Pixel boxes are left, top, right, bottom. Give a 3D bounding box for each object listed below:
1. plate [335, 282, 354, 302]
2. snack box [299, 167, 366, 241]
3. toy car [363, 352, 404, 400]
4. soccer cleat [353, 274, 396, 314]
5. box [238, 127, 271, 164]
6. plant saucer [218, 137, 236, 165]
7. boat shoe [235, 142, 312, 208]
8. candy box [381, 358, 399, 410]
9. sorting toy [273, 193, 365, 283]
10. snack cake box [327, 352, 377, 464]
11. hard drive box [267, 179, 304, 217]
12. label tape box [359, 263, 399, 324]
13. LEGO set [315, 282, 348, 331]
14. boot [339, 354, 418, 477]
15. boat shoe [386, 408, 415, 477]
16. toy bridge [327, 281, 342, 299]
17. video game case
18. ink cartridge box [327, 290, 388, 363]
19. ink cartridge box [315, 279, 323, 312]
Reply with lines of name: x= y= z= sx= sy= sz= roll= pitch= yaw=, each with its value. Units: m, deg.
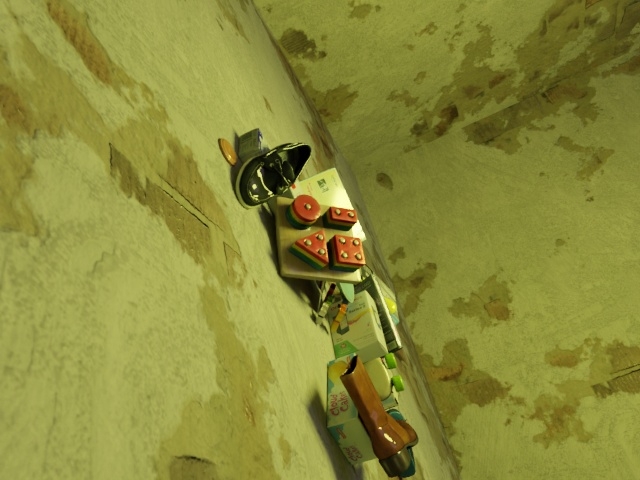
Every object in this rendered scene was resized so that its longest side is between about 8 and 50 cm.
plate: x=0.068 y=0.114 z=1.702 sx=0.188 sy=0.024 sz=0.188 roll=-17 pitch=90 yaw=-75
snack box: x=0.036 y=-0.110 z=2.079 sx=0.060 sy=0.187 sz=0.321 roll=-17 pitch=-83 yaw=63
toy car: x=0.191 y=0.478 z=1.755 sx=0.188 sy=0.155 sz=0.149 roll=71 pitch=2 yaw=-61
soccer cleat: x=0.166 y=0.196 z=1.929 sx=0.289 sy=0.093 sz=0.121 roll=29 pitch=-34 yaw=54
box: x=-0.190 y=-0.255 z=1.617 sx=0.126 sy=0.072 sz=0.137 roll=-98 pitch=161 yaw=-51
plant saucer: x=-0.256 y=-0.247 z=1.452 sx=0.083 sy=0.013 sz=0.083 roll=-23 pitch=90 yaw=-79
boat shoe: x=-0.119 y=-0.199 z=1.497 sx=0.340 sy=0.113 sz=0.127 roll=-46 pitch=121 yaw=-55
candy box: x=0.220 y=0.502 z=1.986 sx=0.233 sy=0.071 sz=0.159 roll=64 pitch=12 yaw=-10
sorting toy: x=0.004 y=-0.015 z=1.542 sx=0.256 sy=0.089 sz=0.257 roll=8 pitch=58 yaw=-27
snack cake box: x=0.090 y=0.459 z=1.446 sx=0.264 sy=0.089 sz=0.152 roll=-86 pitch=153 yaw=-65
hard drive box: x=-0.089 y=-0.093 z=1.714 sx=0.232 sy=0.089 sz=0.181 roll=64 pitch=11 yaw=-9
label tape box: x=0.212 y=0.257 z=2.188 sx=0.249 sy=0.115 sz=0.347 roll=47 pitch=15 yaw=-15
LEGO set: x=0.040 y=0.233 z=1.686 sx=0.087 sy=0.093 sz=0.227 roll=24 pitch=19 yaw=3
boot: x=0.142 y=0.438 z=1.373 sx=0.280 sy=0.096 sz=0.264 roll=61 pitch=20 yaw=5
boat shoe: x=0.257 y=0.687 z=1.788 sx=0.089 sy=0.109 sz=0.258 roll=-95 pitch=176 yaw=-76
toy bridge: x=0.055 y=0.180 z=1.982 sx=0.188 sy=0.026 sz=0.063 roll=53 pitch=18 yaw=-48
video game case: x=0.177 y=0.283 z=1.849 sx=0.026 sy=0.196 sz=0.274 roll=-1 pitch=63 yaw=-36
ink cartridge box: x=0.119 y=0.294 z=1.728 sx=0.093 sy=0.154 sz=0.212 roll=54 pitch=18 yaw=-41
ink cartridge box: x=0.001 y=0.083 z=1.662 sx=0.189 sy=0.066 sz=0.232 roll=97 pitch=12 yaw=-52
